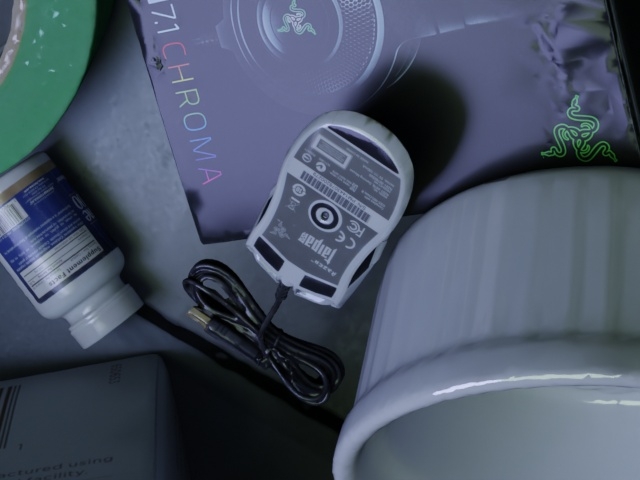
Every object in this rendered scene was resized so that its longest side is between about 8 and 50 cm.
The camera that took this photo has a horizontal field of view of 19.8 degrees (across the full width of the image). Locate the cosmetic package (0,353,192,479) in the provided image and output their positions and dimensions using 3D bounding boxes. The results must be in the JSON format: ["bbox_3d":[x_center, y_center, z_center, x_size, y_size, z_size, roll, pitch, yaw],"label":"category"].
[{"bbox_3d":[-0.218,0.326,1.128,0.329,0.327,0.393,-11,108,-2],"label":"cosmetic package"}]

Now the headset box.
[{"bbox_3d":[0.050,-0.145,0.998,0.283,0.131,0.246,-7,108,24],"label":"headset box"}]

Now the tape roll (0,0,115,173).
[{"bbox_3d":[-0.283,-0.175,1.101,0.321,0.077,0.321,3,121,5],"label":"tape roll"}]

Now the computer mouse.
[{"bbox_3d":[0.000,0.000,0.983,0.106,0.042,0.193,36,130,4],"label":"computer mouse"}]

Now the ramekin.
[{"bbox_3d":[0.151,0.077,0.978,0.277,0.135,0.277,5,150,3],"label":"ramekin"}]

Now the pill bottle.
[{"bbox_3d":[-0.169,0.008,1.183,0.067,0.067,0.120,-34,95,29],"label":"pill bottle"}]
